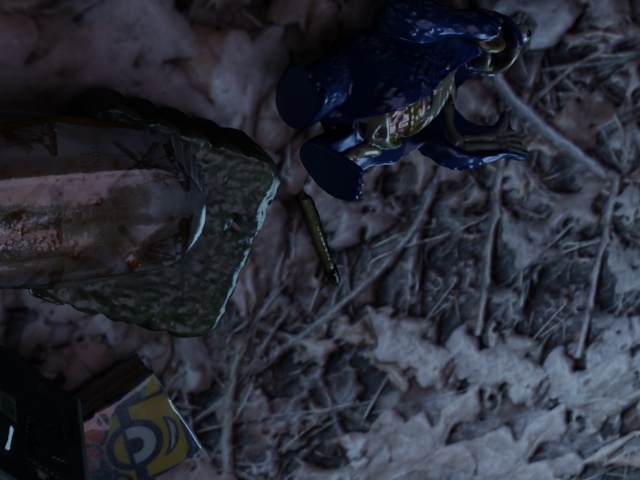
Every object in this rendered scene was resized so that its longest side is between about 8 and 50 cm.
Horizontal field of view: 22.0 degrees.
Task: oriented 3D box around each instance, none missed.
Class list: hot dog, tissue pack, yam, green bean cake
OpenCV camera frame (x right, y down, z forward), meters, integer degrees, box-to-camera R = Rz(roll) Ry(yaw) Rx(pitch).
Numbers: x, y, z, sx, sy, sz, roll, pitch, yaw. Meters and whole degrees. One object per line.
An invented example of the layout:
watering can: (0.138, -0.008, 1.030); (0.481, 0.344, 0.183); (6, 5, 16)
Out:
hot dog: (-0.215, -0.028, 1.283); (0.268, 0.075, 0.144); (-1, 113, -21)
tissue pack: (-0.197, 0.186, 1.505); (0.148, 0.060, 0.109); (-33, 124, -6)
yam: (0.000, 0.000, 1.536); (0.014, 0.014, 0.107); (-28, 124, -11)
green bean cake: (-0.151, -0.024, 1.401); (0.185, 0.094, 0.183); (15, 108, -31)

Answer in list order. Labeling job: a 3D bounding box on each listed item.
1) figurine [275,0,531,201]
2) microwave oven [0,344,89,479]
figurine: (0.075, -0.139, 1.452); (0.262, 0.120, 0.164); (-15, 110, -34)
microwave oven: (-0.359, 0.160, 1.322); (0.237, 0.181, 0.295); (-37, 127, 16)
